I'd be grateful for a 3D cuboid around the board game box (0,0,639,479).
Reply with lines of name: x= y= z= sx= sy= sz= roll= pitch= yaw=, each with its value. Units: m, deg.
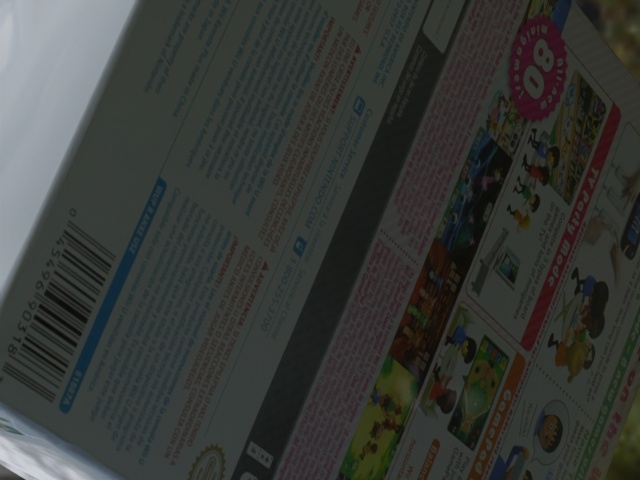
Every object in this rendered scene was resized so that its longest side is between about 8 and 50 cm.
board game box: x=0.000 y=0.000 z=0.617 sx=0.303 sy=0.097 sz=0.224 roll=42 pitch=-115 yaw=-46
